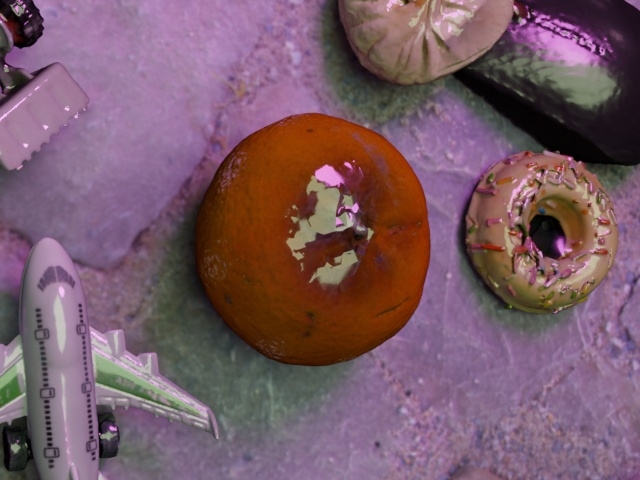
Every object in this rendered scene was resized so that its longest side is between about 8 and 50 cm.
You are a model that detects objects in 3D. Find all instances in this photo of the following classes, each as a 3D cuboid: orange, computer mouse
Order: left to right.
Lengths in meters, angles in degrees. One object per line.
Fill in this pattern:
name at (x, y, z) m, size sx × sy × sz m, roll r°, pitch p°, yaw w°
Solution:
orange at (0.000, 0.000, 1.030) m, size 0.224 × 0.170 × 0.224 m, roll 2°, pitch 85°, yaw -20°
computer mouse at (0.252, -0.192, 1.195) m, size 0.295 × 0.087 × 0.168 m, roll 29°, pitch 75°, yaw -14°

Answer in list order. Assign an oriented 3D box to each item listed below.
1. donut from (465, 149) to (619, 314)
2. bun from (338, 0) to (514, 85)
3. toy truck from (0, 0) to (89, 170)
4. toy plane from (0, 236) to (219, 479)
donut at (0.229, -0.010, 1.181) m, size 0.175 × 0.068 × 0.174 m, roll 2°, pitch 85°, yaw -23°
bun at (0.102, -0.238, 1.109) m, size 0.188 × 0.111 × 0.164 m, roll -39°, pitch 85°, yaw -6°
toy truck at (-0.325, -0.181, 0.946) m, size 0.286 × 0.111 × 0.136 m, roll 50°, pitch 54°, yaw -14°
toy plane at (-0.218, 0.126, 0.969) m, size 0.251 × 0.101 × 0.255 m, roll -6°, pitch 84°, yaw -22°
